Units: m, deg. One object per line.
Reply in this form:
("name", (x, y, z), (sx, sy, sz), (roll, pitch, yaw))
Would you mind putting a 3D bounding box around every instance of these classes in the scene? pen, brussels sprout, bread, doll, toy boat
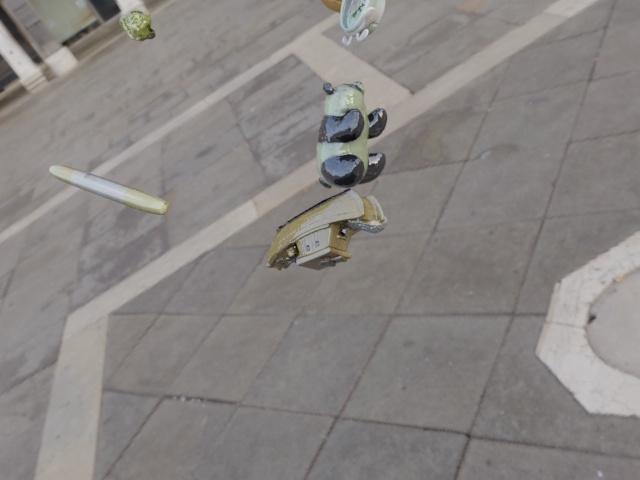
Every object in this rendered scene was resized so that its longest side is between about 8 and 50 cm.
("pen", (-0.341, -0.084, 1.135), (0.234, 0.032, 0.040), (20, 11, 20))
("brussels sprout", (-0.405, -0.472, 1.573), (0.085, 0.058, 0.085), (-4, -3, 0))
("bread", (0.061, -0.753, 2.158), (0.189, 0.114, 0.077), (33, 41, 29))
("doll", (0.058, -0.219, 1.489), (0.135, 0.234, 0.143), (10, 13, 29))
("toy boat", (0.000, 0.000, 1.457), (0.321, 0.089, 0.121), (-26, 61, 41))

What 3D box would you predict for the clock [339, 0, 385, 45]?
("clock", (0.110, -0.599, 1.825), (0.151, 0.062, 0.190), (10, 88, 60))
